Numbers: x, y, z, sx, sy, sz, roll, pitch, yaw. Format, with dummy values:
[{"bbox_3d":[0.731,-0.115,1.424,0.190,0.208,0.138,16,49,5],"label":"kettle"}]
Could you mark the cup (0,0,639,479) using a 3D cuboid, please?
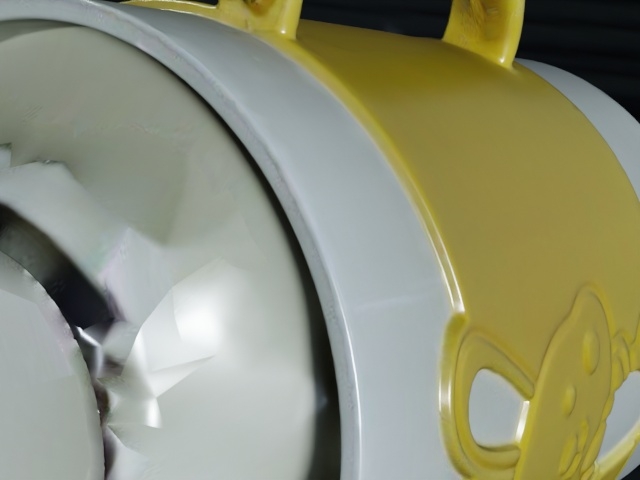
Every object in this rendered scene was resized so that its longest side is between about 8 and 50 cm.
[{"bbox_3d":[0.000,0.000,0.532,0.185,0.226,0.241,28,111,31],"label":"cup"}]
